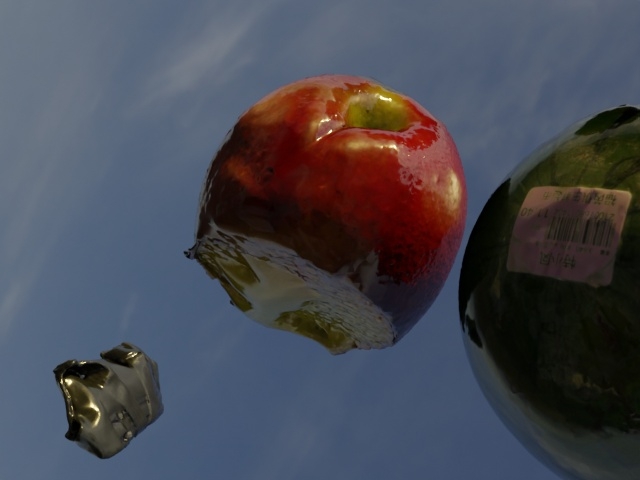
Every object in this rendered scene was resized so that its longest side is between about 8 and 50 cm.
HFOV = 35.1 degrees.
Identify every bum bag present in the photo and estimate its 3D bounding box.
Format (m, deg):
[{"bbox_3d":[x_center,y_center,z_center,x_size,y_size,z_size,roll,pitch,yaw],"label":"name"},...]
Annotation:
[{"bbox_3d":[-0.286,0.209,1.430,0.080,0.142,0.326,-33,180,8],"label":"bum bag"}]

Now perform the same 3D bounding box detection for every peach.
[{"bbox_3d":[0.000,0.000,1.030,0.281,0.281,0.338,-109,-146,-45],"label":"peach"}]

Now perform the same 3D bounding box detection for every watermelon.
[{"bbox_3d":[0.286,0.057,0.805,0.363,0.363,0.363,-31,-132,41],"label":"watermelon"}]
